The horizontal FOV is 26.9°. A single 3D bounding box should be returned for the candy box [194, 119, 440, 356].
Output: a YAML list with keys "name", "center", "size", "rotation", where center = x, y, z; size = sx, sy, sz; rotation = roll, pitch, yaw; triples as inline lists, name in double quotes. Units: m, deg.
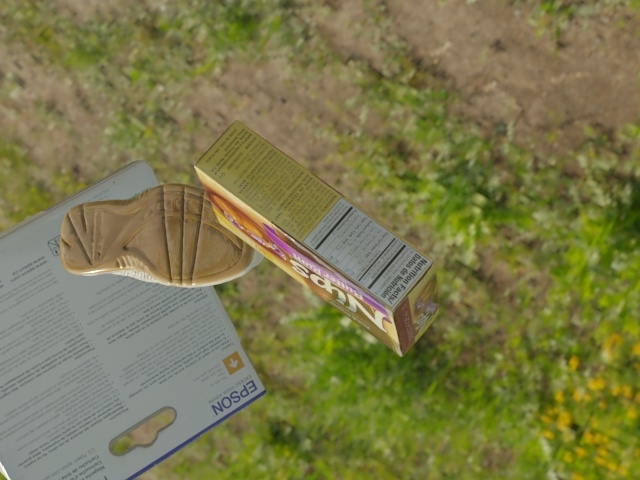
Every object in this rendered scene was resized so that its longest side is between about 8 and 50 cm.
- name: "candy box"
  center: [0.000, 0.000, 0.988]
  size: [0.187, 0.053, 0.109]
  rotation: [37, 166, 18]

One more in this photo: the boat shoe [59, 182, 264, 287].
- name: "boat shoe"
  center: [-0.141, -0.003, 1.328]
  size: [0.277, 0.098, 0.096]
  rotation: [3, 176, 43]

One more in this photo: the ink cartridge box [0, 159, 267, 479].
- name: "ink cartridge box"
  center: [-0.275, 0.122, 1.593]
  size: [0.330, 0.324, 0.071]
  rotation: [64, 158, -12]
